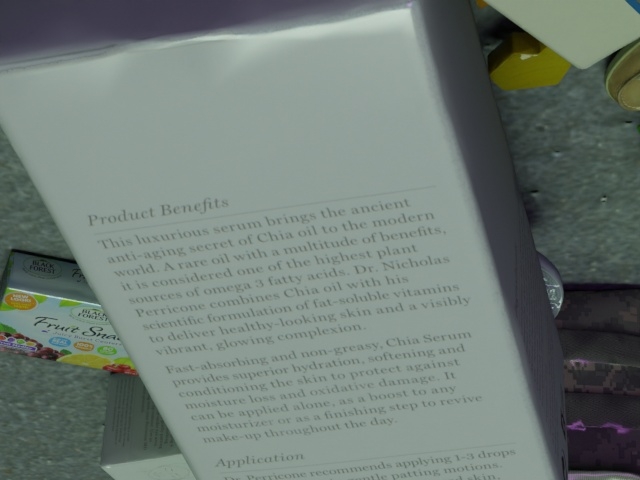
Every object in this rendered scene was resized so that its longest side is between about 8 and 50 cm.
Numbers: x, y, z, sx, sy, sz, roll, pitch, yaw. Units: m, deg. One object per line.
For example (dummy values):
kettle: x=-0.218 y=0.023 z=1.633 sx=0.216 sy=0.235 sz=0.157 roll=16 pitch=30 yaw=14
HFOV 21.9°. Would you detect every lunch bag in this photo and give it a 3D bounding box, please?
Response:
lunch bag: x=0.143 y=0.188 z=1.251 sx=0.235 sy=0.287 sz=0.169 roll=0 pitch=147 yaw=3

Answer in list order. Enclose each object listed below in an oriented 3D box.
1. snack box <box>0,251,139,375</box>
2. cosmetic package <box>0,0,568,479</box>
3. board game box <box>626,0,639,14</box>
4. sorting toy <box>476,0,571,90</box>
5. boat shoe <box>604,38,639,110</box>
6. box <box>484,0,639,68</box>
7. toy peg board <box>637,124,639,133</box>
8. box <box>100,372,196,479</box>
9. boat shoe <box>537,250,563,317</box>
snack box: x=-0.181 y=0.060 z=1.289 sx=0.141 sy=0.037 sz=0.100 roll=11 pitch=144 yaw=-15
cosmetic package: x=0.000 y=0.000 z=0.984 sx=0.230 sy=0.161 sz=0.453 roll=-7 pitch=136 yaw=14
board game box: x=0.268 y=-0.154 z=0.596 sx=0.308 sy=0.302 sz=0.086 roll=-43 pitch=162 yaw=3
sorting toy: x=0.014 y=-0.112 z=1.026 sx=0.307 sy=0.041 sz=0.229 roll=-8 pitch=141 yaw=13
boat shoe: x=0.241 y=-0.111 z=1.004 sx=0.153 sy=0.048 sz=0.056 roll=-22 pitch=140 yaw=31
box: x=0.062 y=-0.223 z=0.752 sx=0.311 sy=0.148 sz=0.121 roll=27 pitch=138 yaw=-36
toy peg board: x=0.289 y=-0.048 z=1.075 sx=0.161 sy=0.079 sz=0.160 roll=-24 pitch=157 yaw=13
box: x=-0.079 y=0.167 z=1.400 sx=0.170 sy=0.091 sz=0.130 roll=-11 pitch=145 yaw=18
boat shoe: x=0.061 y=0.002 z=1.165 sx=0.226 sy=0.076 sz=0.083 roll=15 pitch=120 yaw=-10
